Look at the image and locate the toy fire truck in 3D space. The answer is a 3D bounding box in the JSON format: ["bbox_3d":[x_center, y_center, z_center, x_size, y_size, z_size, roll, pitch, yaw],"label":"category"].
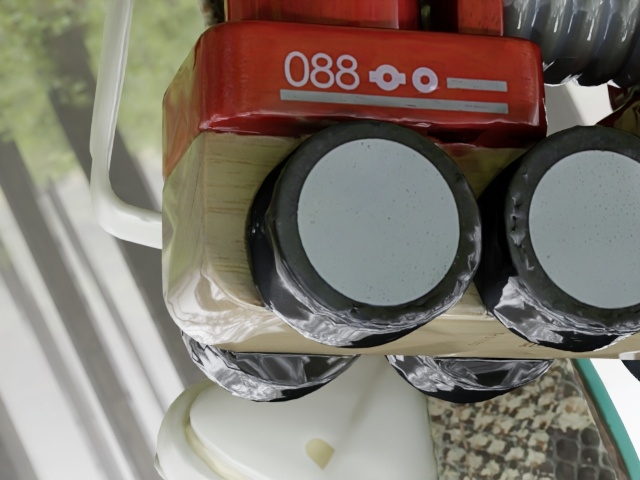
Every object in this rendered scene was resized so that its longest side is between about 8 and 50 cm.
[{"bbox_3d":[0.058,-0.077,0.582,0.217,0.246,0.158,2,166,-15],"label":"toy fire truck"}]

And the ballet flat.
[{"bbox_3d":[0.000,0.000,0.746,0.182,0.482,0.164,-5,163,-28],"label":"ballet flat"}]
